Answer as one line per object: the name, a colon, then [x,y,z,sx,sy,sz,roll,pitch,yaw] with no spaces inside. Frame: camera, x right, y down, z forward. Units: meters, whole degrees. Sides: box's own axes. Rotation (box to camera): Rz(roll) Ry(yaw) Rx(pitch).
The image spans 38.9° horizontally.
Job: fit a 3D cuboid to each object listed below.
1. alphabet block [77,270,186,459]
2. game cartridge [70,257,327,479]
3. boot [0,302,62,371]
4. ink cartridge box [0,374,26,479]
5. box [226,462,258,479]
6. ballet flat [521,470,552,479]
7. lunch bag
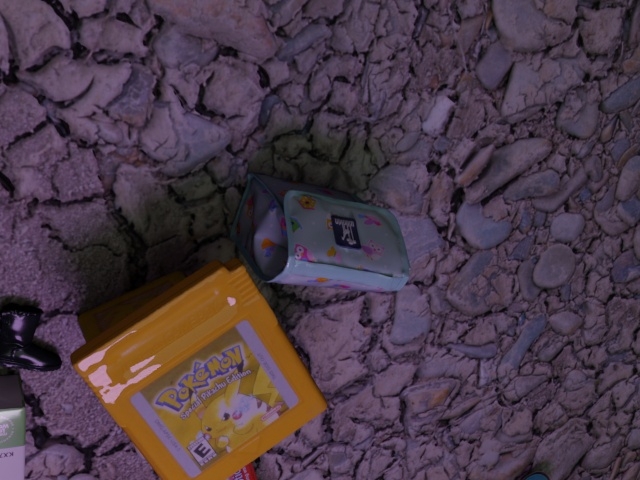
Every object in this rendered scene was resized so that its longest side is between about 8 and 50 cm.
alphabet block: [-0.259,0.198,1.477,0.193,0.192,0.197,-26,119,-15]
game cartridge: [-0.173,0.217,1.383,0.285,0.052,0.324,-34,121,-9]
boot: [-0.466,0.155,1.451,0.121,0.045,0.099,11,103,-26]
ink cartridge box: [-0.584,0.404,1.450,0.207,0.119,0.353,-1,110,-24]
box: [-0.188,0.426,1.635,0.128,0.122,0.257,-23,117,-15]
ballet flat: [0.450,0.624,2.036,0.086,0.086,0.248,27,99,-30]
lunch bag: [0.000,0.000,1.470,0.223,0.262,0.160,11,105,-26]
